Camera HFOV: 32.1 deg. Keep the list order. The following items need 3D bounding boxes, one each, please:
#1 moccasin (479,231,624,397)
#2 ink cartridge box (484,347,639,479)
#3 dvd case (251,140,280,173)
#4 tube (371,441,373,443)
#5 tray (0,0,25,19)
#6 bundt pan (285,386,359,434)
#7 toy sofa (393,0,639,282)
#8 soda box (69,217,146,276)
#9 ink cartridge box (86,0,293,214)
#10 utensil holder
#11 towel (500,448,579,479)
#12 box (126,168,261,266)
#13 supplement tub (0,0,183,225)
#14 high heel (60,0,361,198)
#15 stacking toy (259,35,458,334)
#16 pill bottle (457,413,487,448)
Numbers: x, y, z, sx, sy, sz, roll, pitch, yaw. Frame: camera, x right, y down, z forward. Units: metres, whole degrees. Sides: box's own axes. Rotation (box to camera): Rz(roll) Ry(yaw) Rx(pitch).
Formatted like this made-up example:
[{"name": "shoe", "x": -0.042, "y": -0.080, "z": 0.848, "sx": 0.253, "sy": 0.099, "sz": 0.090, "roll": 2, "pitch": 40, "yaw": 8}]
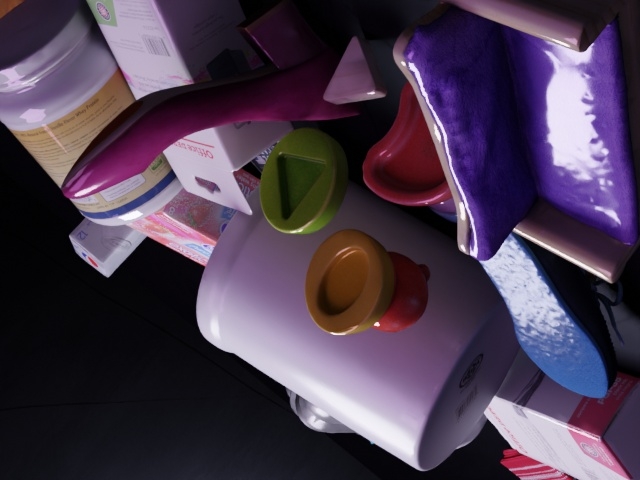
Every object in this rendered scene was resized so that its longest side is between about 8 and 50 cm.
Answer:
[{"name": "moccasin", "x": 0.300, "y": 0.057, "z": 1.364, "sx": 0.137, "sy": 0.117, "sz": 0.342, "roll": 8, "pitch": 141, "yaw": 40}, {"name": "ink cartridge box", "x": 0.388, "y": 0.273, "z": 1.703, "sx": 0.283, "sy": 0.117, "sz": 0.207, "roll": 17, "pitch": 153, "yaw": 53}, {"name": "dvd case", "x": -0.111, "y": -0.184, "z": 1.785, "sx": 0.239, "sy": 0.029, "sz": 0.179, "roll": 49, "pitch": 162, "yaw": -24}, {"name": "tube", "x": 0.108, "y": 0.342, "z": 2.043, "sx": 0.080, "sy": 0.052, "sz": 0.207, "roll": 67, "pitch": 161, "yaw": 1}, {"name": "tray", "x": -0.477, "y": -0.397, "z": 1.760, "sx": 0.203, "sy": 0.076, "sz": 0.411, "roll": 38, "pitch": 149, "yaw": 22}, {"name": "bundt pan", "x": 0.002, "y": 0.203, "z": 2.055, "sx": 0.331, "sy": 0.124, "sz": 0.331, "roll": 174, "pitch": 90, "yaw": -75}, {"name": "toy sofa", "x": 0.210, "y": -0.103, "z": 1.025, "sx": 0.150, "sy": 0.177, "sz": 0.362, "roll": 30, "pitch": 160, "yaw": 34}, {"name": "soda box", "x": -0.354, "y": -0.070, "z": 2.162, "sx": 0.091, "sy": 0.286, "sz": 0.098, "roll": 38, "pitch": 162, "yaw": 8}, {"name": "ink cartridge box", "x": -0.170, "y": -0.223, "z": 1.532, "sx": 0.207, "sy": 0.119, "sz": 0.353, "roll": 20, "pitch": 141, "yaw": 50}, {"name": "utensil holder", "x": 0.069, "y": 0.104, "z": 1.627, "sx": 0.385, "sy": 0.328, "sz": 0.328, "roll": 30, "pitch": 161, "yaw": 25}, {"name": "towel", "x": 0.498, "y": 0.504, "z": 2.222, "sx": 0.275, "sy": 0.031, "sz": 0.199, "roll": 39, "pitch": 162, "yaw": 0}, {"name": "box", "x": -0.175, "y": -0.042, "z": 1.917, "sx": 0.300, "sy": 0.142, "sz": 0.154, "roll": 31, "pitch": 157, "yaw": -37}, {"name": "supplement tub", "x": -0.348, "y": -0.200, "z": 1.675, "sx": 0.228, "sy": 0.228, "sz": 0.316, "roll": 22, "pitch": 154, "yaw": 47}, {"name": "high heel", "x": -0.131, "y": -0.126, "z": 1.382, "sx": 0.181, "sy": 0.377, "sz": 0.127, "roll": 53, "pitch": -177, "yaw": -20}, {"name": "stacking toy", "x": 0.082, "y": -0.062, "z": 1.314, "sx": 0.130, "sy": 0.309, "sz": 0.279, "roll": 16, "pitch": -153, "yaw": -44}, {"name": "pill bottle", "x": 0.168, "y": 0.275, "z": 2.109, "sx": 0.169, "sy": 0.169, "sz": 0.301, "roll": 50, "pitch": 161, "yaw": -29}]
